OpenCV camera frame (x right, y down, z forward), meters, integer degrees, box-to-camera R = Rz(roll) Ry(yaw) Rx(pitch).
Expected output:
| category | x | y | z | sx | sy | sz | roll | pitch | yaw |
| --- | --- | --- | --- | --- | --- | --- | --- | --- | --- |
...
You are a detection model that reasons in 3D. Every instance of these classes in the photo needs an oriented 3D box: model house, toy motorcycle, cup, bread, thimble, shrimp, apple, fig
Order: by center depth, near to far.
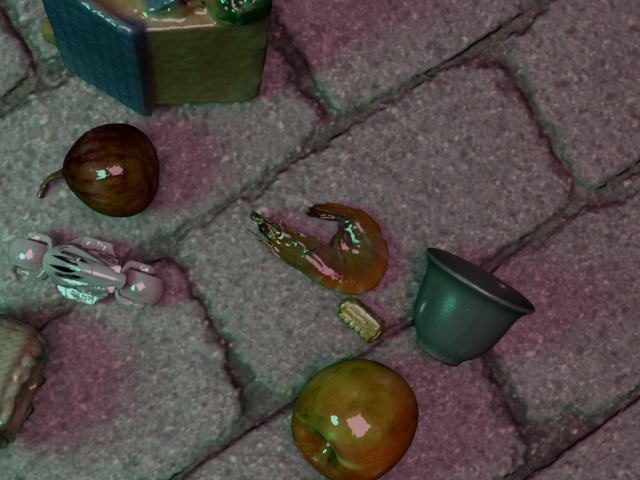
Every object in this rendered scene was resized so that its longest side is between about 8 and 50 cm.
| category | x | y | z | sx | sy | sz | roll | pitch | yaw |
| --- | --- | --- | --- | --- | --- | --- | --- | --- | --- |
| thimble | -0.506 | 0.212 | 1.271 | 0.150 | 0.219 | 0.219 | 20 | 84 | -5 |
| model house | -0.264 | -0.430 | 1.299 | 0.342 | 0.334 | 0.382 | -4 | 76 | -8 |
| apple | 0.058 | 0.280 | 1.341 | 0.195 | 0.196 | 0.196 | 0 | 86 | -6 |
| toy motorcycle | -0.373 | 0.047 | 1.353 | 0.254 | 0.112 | 0.112 | 17 | 84 | -3 |
| fig | -0.341 | -0.119 | 1.358 | 0.202 | 0.148 | 0.149 | 27 | 43 | 27 |
| cup | 0.226 | 0.123 | 1.390 | 0.199 | 0.199 | 0.150 | 27 | 102 | -3 |
| shrimp | 0.000 | 0.000 | 1.422 | 0.248 | 0.068 | 0.150 | 20 | 71 | -9 |
| bread | 0.067 | 0.132 | 1.430 | 0.088 | 0.033 | 0.049 | 38 | 97 | 2 |
